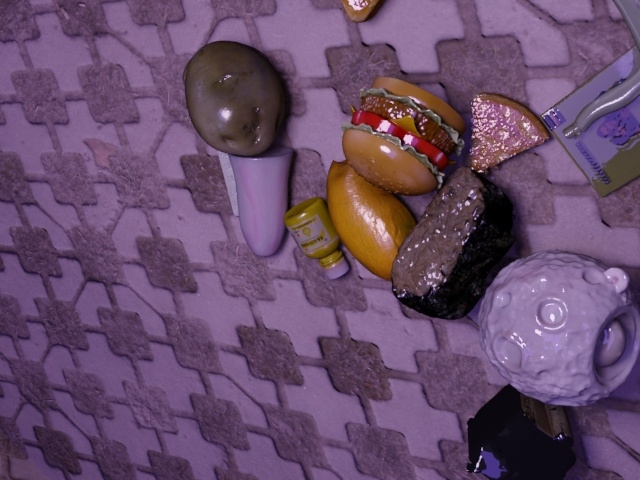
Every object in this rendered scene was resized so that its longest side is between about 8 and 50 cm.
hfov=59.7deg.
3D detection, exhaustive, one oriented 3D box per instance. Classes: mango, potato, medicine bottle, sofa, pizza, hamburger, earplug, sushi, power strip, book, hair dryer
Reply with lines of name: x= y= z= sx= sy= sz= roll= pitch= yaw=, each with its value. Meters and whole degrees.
mango: x=0.127 y=-0.052 z=1.418 sx=0.187 sy=0.144 sz=0.359 roll=-39 pitch=82 yaw=20
potato: x=-0.217 y=-0.371 z=1.413 sx=0.243 sy=0.221 sz=0.326 roll=-19 pitch=57 yaw=6
medicine bottle: x=0.000 y=0.000 z=1.492 sx=0.122 sy=0.122 sz=0.212 roll=-22 pitch=107 yaw=25
sofa: x=0.500 y=0.496 z=1.384 sx=0.182 sy=0.200 sz=0.258 roll=36 pitch=113 yaw=-2
pizza: x=0.403 y=-0.242 z=1.304 sx=0.201 sy=0.053 sz=0.193 roll=41 pitch=114 yaw=5
hamburger: x=0.176 y=-0.217 z=1.272 sx=0.275 sy=0.274 sz=0.212 roll=29 pitch=89 yaw=13
earplug: x=-0.155 y=-0.097 z=1.522 sx=0.173 sy=0.172 sz=0.301 roll=7 pitch=113 yaw=20
sushi: x=0.300 y=0.009 z=1.276 sx=0.211 sy=0.171 sz=0.350 roll=27 pitch=85 yaw=50
power strip: x=-0.239 y=-0.162 z=1.599 sx=0.060 sy=0.027 sz=0.252 roll=-10 pitch=99 yaw=24
book: x=0.691 y=-0.285 z=1.187 sx=0.352 sy=0.035 sz=0.239 roll=-37 pitch=88 yaw=25
hair dryer: x=0.620 y=-0.383 z=1.132 sx=0.298 sy=0.119 sz=0.295 roll=-12 pitch=91 yaw=35

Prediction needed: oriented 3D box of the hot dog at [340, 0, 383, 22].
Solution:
hot dog: x=0.115 y=-0.643 z=1.273 sx=0.153 sy=0.150 sz=0.256 roll=39 pitch=115 yaw=-1

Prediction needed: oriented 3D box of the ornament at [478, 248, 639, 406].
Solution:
ornament: x=0.512 y=0.183 z=1.223 sx=0.337 sy=0.337 sz=0.336 roll=5 pitch=105 yaw=21
